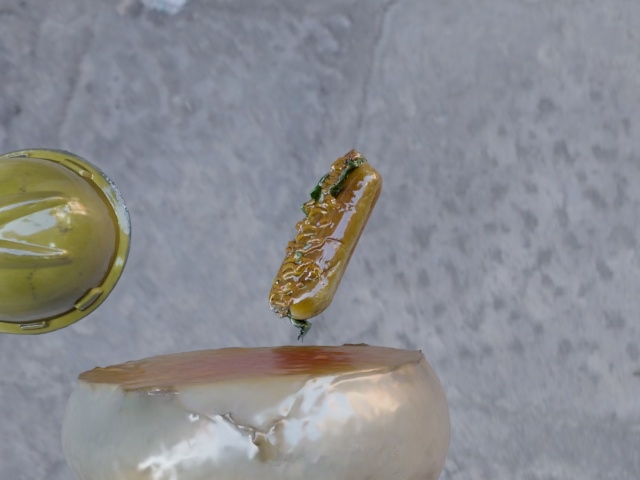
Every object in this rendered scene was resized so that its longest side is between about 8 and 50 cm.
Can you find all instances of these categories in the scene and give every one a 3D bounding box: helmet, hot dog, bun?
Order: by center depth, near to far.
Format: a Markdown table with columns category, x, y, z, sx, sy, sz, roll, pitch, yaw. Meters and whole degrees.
| category | x | y | z | sx | sy | sz | roll | pitch | yaw |
| --- | --- | --- | --- | --- | --- | --- | --- | --- | --- |
| bun | -0.046 | 0.171 | 1.176 | 0.298 | 0.299 | 0.165 | -5 | 91 | 11 |
| hot dog | 0.000 | 0.000 | 1.445 | 0.072 | 0.055 | 0.188 | -2 | 58 | 54 |
| helmet | -0.340 | -0.002 | 1.641 | 0.256 | 0.140 | 0.205 | -7 | 84 | 12 |
